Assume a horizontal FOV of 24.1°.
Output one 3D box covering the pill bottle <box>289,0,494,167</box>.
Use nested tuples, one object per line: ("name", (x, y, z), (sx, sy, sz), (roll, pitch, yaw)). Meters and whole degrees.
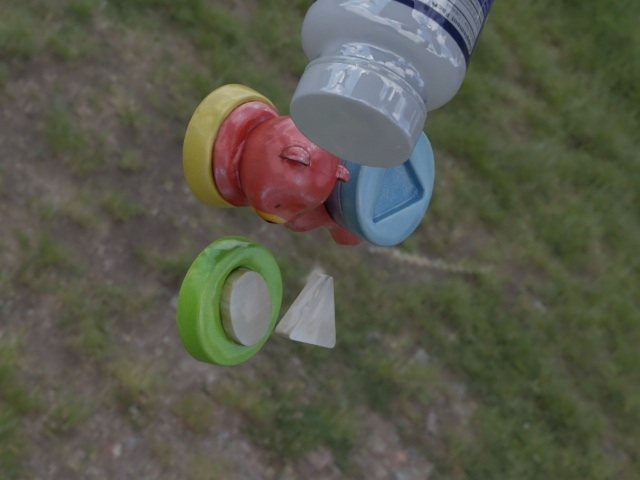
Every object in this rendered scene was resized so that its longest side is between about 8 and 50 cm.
("pill bottle", (0.051, -0.147, 0.978), (0.112, 0.112, 0.187), (31, 66, -18))

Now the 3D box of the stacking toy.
("stacking toy", (0.000, 0.000, 1.493), (0.130, 0.280, 0.309), (16, 9, 37))
